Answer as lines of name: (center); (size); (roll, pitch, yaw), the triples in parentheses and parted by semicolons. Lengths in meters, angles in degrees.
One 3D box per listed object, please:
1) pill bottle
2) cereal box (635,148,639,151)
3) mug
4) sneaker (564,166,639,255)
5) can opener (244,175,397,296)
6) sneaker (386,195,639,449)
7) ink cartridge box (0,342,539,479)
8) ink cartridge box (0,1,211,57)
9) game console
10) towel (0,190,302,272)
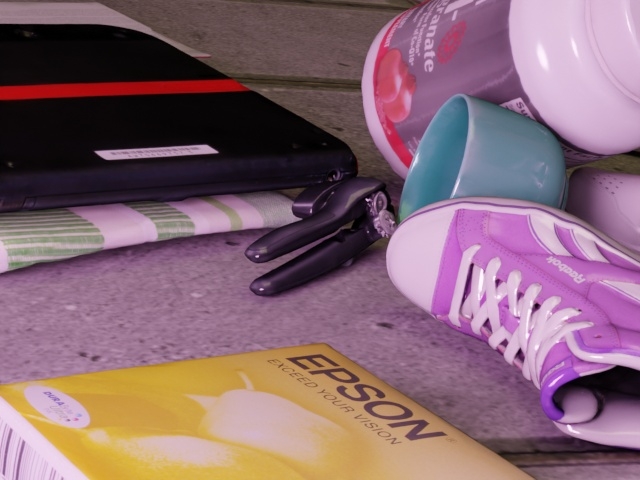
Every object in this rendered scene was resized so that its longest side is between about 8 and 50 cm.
pill bottle: (0.188, -0.146, 1.410); (0.176, 0.176, 0.318); (-4, -6, -34)
cereal box: (0.325, -0.135, 1.832); (0.240, 0.047, 0.173); (13, 19, 16)
mug: (0.127, -0.025, 1.305); (0.097, 0.129, 0.157); (19, 55, -15)
sneaker: (0.333, -0.020, 1.363); (0.297, 0.129, 0.111); (17, 23, 28)
can opener: (0.000, 0.000, 1.283); (0.073, 0.059, 0.186); (-9, 17, 32)
sneaker: (0.144, 0.051, 1.117); (0.282, 0.102, 0.161); (18, 24, 27)
ink cartridge box: (0.032, 0.138, 0.857); (0.307, 0.072, 0.303); (-8, 24, -36)
ink cartridge box: (-0.283, -0.183, 1.694); (0.275, 0.060, 0.239); (-5, 23, -36)
game console: (-0.212, -0.097, 1.381); (0.386, 0.060, 0.342); (-7, 29, -41)
towel: (-0.208, -0.036, 1.325); (0.325, 0.038, 0.248); (-8, 25, -44)
